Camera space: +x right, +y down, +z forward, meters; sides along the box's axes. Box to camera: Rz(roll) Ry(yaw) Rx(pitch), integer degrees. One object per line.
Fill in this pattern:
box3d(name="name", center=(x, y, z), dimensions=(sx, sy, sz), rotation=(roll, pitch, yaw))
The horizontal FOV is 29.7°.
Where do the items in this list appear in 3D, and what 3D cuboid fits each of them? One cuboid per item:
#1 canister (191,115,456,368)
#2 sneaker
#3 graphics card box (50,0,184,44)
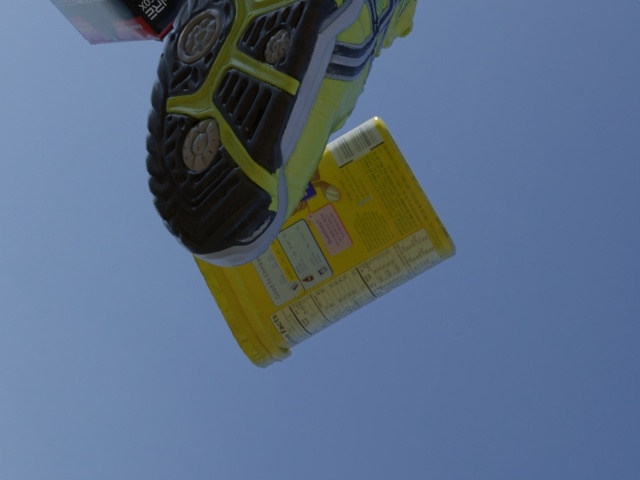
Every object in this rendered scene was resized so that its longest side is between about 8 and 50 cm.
box3d(name="canister", center=(0.000, 0.000, 0.896), dimensions=(0.126, 0.170, 0.073), rotation=(62, 6, 14))
box3d(name="sneaker", center=(0.005, -0.151, 0.788), dimensions=(0.145, 0.384, 0.147), rotation=(-4, -30, 41))
box3d(name="graphics card box", center=(-0.284, -0.353, 1.154), dimensions=(0.371, 0.094, 0.233), rotation=(47, -14, -24))
